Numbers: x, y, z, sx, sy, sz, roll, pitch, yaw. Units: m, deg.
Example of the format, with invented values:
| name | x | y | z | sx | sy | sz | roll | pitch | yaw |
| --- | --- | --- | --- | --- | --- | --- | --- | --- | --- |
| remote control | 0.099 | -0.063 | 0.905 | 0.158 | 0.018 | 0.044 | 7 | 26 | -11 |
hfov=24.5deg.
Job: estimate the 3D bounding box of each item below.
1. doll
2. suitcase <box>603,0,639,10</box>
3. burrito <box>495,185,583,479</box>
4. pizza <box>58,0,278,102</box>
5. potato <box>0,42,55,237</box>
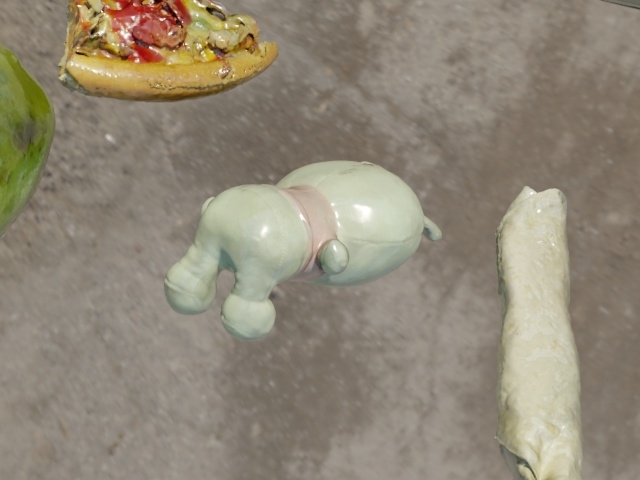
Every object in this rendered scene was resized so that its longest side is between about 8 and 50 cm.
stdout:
| name | x | y | z | sx | sy | sz | roll | pitch | yaw |
| --- | --- | --- | --- | --- | --- | --- | --- | --- | --- |
| doll | -0.002 | -0.011 | 1.239 | 0.275 | 0.155 | 0.113 | -23 | 125 | -40 |
| suitcase | 0.083 | -0.214 | 0.315 | 0.194 | 0.351 | 0.339 | -26 | 127 | -42 |
| burrito | 0.154 | 0.074 | 1.050 | 0.059 | 0.275 | 0.082 | -3 | 143 | 9 |
| pizza | -0.147 | -0.185 | 1.168 | 0.201 | 0.193 | 0.053 | -22 | 150 | -43 |
| potato | -0.324 | -0.053 | 1.017 | 0.304 | 0.216 | 0.216 | -33 | 123 | -41 |
